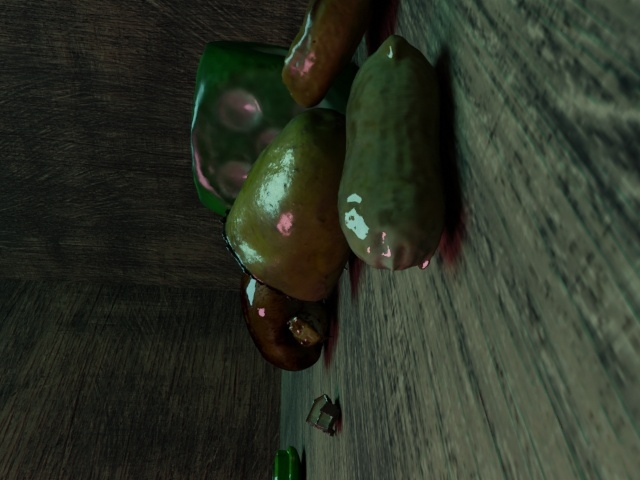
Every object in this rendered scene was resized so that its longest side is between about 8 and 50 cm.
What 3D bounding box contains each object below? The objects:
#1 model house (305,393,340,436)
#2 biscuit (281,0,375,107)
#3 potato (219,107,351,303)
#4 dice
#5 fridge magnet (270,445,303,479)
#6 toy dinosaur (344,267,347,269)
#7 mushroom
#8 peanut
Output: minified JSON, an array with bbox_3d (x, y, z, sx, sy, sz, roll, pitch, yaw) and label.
[{"bbox_3d":[0.010,0.302,0.896,0.058,0.057,0.083,-61,-25,-22],"label":"model house"},{"bbox_3d":[0.028,-0.331,0.732,0.213,0.091,0.274,-52,15,56],"label":"biscuit"},{"bbox_3d":[-0.018,-0.069,0.780,0.229,0.229,0.266,-92,24,-44],"label":"potato"},{"bbox_3d":[-0.090,-0.216,0.997,0.297,0.287,0.300,-100,16,-64],"label":"dice"},{"bbox_3d":[-0.093,0.680,1.416,0.208,0.088,0.208,-177,90,-84],"label":"fridge magnet"},{"bbox_3d":[0.001,0.001,0.977,0.108,0.032,0.220,-46,33,-3],"label":"toy dinosaur"},{"bbox_3d":[-0.072,0.137,1.073,0.278,0.163,0.297,-105,-1,-66],"label":"mushroom"},{"bbox_3d":[0.059,-0.074,0.435,0.099,0.099,0.214,115,156,-74],"label":"peanut"}]
